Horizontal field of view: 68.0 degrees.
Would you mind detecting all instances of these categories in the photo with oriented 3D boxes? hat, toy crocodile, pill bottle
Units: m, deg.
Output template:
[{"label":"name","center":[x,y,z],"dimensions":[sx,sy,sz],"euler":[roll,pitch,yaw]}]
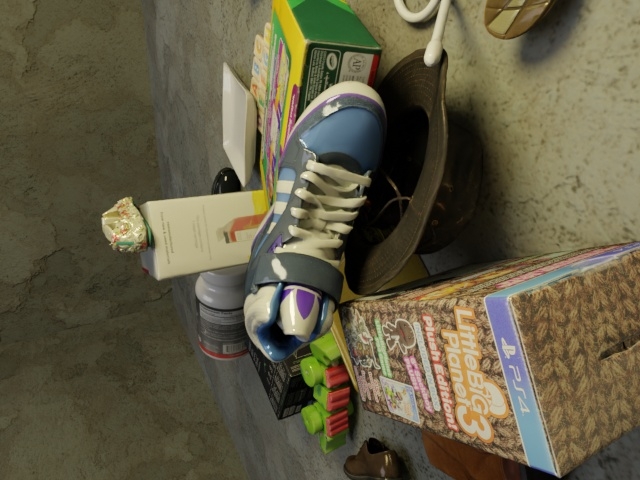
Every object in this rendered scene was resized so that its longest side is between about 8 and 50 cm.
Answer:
[{"label":"hat","center":[0.137,-0.077,0.643],"dimensions":[0.331,0.134,0.330],"euler":[-167,90,-76]},{"label":"toy crocodile","center":[0.026,0.360,1.103],"dimensions":[0.105,0.115,0.340],"euler":[31,128,55]},{"label":"pill bottle","center":[-0.312,0.210,1.597],"dimensions":[0.210,0.211,0.362],"euler":[47,140,46]}]

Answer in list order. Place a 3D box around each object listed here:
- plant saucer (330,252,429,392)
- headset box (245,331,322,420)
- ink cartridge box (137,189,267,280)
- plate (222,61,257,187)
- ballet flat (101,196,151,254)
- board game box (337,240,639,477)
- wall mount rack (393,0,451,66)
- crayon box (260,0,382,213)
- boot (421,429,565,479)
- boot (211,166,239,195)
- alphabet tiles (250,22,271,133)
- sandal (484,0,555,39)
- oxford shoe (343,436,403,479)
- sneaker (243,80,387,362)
[{"label":"plant saucer","center":[0.097,0.142,0.910],"dimensions":[0.332,0.081,0.332],"euler":[66,152,23]},{"label":"headset box","center":[-0.099,0.296,1.302],"dimensions":[0.283,0.131,0.246],"euler":[57,147,36]},{"label":"ink cartridge box","center":[-0.210,-0.027,1.102],"dimensions":[0.279,0.385,0.160],"euler":[-1,97,63]},{"label":"plate","center":[-0.232,-0.336,1.363],"dimensions":[0.277,0.045,0.277],"euler":[-121,31,-47]},{"label":"ballet flat","center":[-0.396,-0.035,0.950],"dimensions":[0.241,0.077,0.091],"euler":[28,122,59]},{"label":"board game box","center":[0.196,0.105,0.527],"dimensions":[0.291,0.232,0.140],"euler":[-19,85,64]},{"label":"wall mount rack","center":[0.145,-0.381,0.529],"dimensions":[0.304,0.131,0.350],"euler":[65,151,26]},{"label":"crayon box","center":[-0.026,-0.191,0.768],"dimensions":[0.313,0.106,0.362],"euler":[-104,19,-47]},{"label":"boot","center":[0.246,0.281,0.708],"dimensions":[0.280,0.096,0.263],"euler":[-163,56,-69]},{"label":"boot","center":[-0.267,-0.089,1.519],"dimensions":[0.207,0.094,0.246],"euler":[29,108,37]},{"label":"alphabet tiles","center":[-0.118,-0.374,1.174],"dimensions":[0.277,0.021,0.284],"euler":[57,148,36]},{"label":"sandal","center":[0.239,-0.292,0.485],"dimensions":[0.072,0.049,0.180],"euler":[49,128,35]},{"label":"oxford shoe","center":[0.116,0.483,1.042],"dimensions":[0.227,0.083,0.096],"euler":[139,134,-60]},{"label":"sneaker","center":[-0.001,0.000,0.567],"dimensions":[0.322,0.130,0.236],"euler":[-58,25,33]}]
